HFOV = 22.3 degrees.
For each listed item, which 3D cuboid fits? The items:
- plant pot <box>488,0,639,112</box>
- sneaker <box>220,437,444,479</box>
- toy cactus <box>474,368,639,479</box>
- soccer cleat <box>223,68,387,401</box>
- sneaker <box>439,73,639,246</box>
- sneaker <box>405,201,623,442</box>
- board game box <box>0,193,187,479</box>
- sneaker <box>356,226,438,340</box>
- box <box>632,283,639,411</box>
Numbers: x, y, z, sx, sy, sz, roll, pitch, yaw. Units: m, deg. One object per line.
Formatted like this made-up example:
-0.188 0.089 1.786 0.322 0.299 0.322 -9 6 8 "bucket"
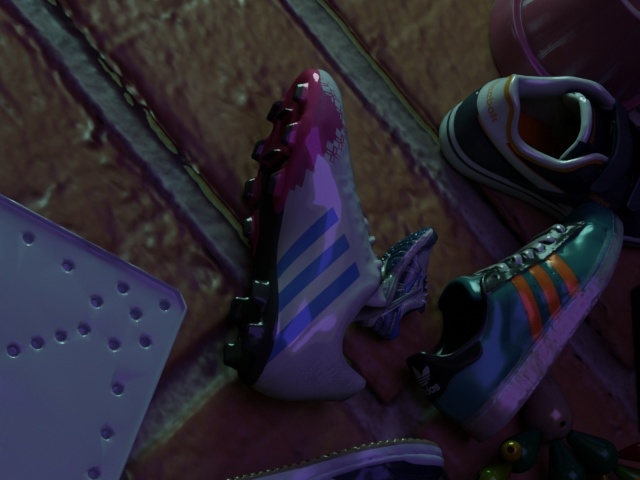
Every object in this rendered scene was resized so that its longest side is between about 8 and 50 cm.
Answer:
0.317 -0.246 1.802 0.201 0.180 0.201 11 64 -24 "plant pot"
-0.001 0.274 1.438 0.282 0.099 0.153 -10 69 -25 "sneaker"
0.238 0.209 1.611 0.219 0.112 0.180 -2 59 -20 "toy cactus"
0.000 0.000 1.560 0.143 0.116 0.331 17 68 -19 "soccer cleat"
0.295 -0.085 1.752 0.321 0.127 0.126 17 60 -23 "sneaker"
0.198 0.053 1.639 0.121 0.108 0.302 41 60 -7 "sneaker"
-0.347 0.124 1.349 0.390 0.050 0.390 29 57 -14 "board game box"
0.083 0.045 1.627 0.058 0.052 0.135 45 62 -16 "sneaker"
0.558 0.107 1.693 0.343 0.312 0.178 13 63 -23 "box"
